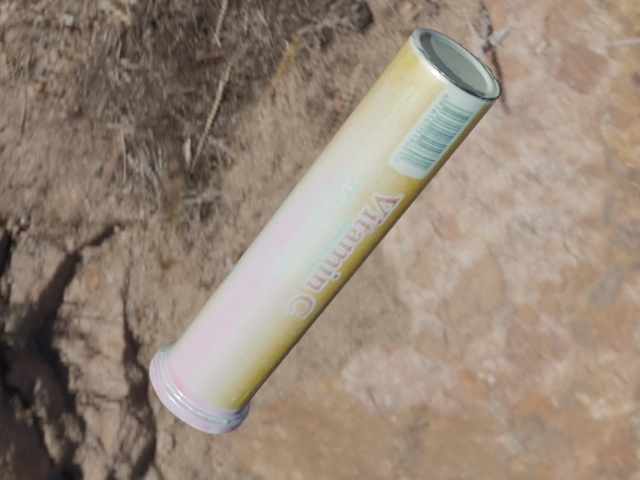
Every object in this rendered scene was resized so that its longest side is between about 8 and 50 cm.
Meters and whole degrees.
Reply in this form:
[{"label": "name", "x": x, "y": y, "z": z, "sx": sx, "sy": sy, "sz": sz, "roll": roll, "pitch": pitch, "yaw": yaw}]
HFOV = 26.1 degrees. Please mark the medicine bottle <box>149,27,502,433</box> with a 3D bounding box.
[{"label": "medicine bottle", "x": 0.000, "y": 0.000, "z": 1.240, "sx": 0.108, "sy": 0.108, "sz": 0.426, "roll": 30, "pitch": 119, "yaw": -17}]
